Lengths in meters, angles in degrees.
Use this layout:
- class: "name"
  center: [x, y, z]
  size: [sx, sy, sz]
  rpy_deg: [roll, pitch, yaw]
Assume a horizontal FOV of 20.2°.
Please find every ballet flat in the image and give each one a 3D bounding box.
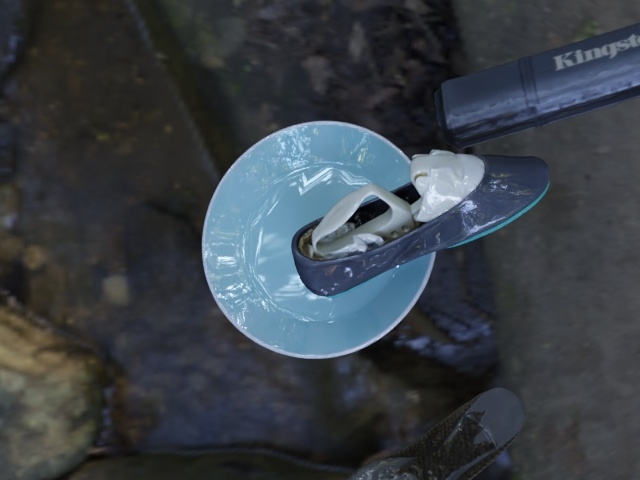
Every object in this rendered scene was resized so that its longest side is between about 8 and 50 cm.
- class: "ballet flat"
  center: [0.066, -0.022, 1.309]
  size: [0.203, 0.074, 0.074]
  rpy_deg: [-25, 80, 17]
- class: "ballet flat"
  center: [0.103, 0.230, 1.786]
  size: [0.084, 0.250, 0.058]
  rpy_deg: [51, 154, 8]

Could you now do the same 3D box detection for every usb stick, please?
- class: "usb stick"
  center: [0.223, -0.133, 1.401]
  size: [0.278, 0.077, 0.045]
  rpy_deg: [-16, 119, 12]

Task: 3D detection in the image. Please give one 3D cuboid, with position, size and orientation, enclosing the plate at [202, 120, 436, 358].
- class: "plate"
  center: [0.000, 0.000, 1.396]
  size: [0.188, 0.024, 0.188]
  rpy_deg: [-3, 79, 14]
